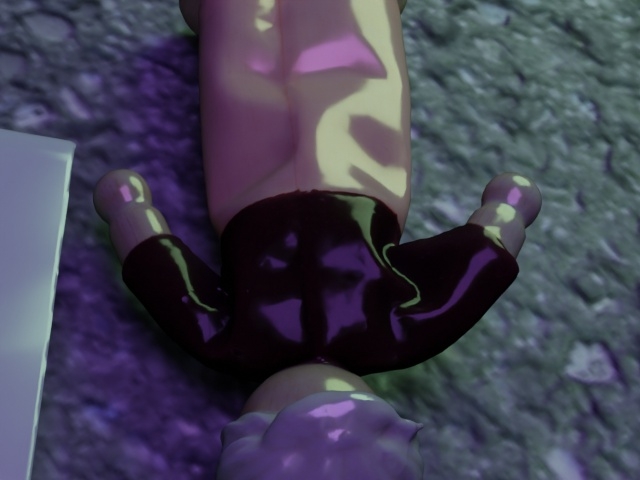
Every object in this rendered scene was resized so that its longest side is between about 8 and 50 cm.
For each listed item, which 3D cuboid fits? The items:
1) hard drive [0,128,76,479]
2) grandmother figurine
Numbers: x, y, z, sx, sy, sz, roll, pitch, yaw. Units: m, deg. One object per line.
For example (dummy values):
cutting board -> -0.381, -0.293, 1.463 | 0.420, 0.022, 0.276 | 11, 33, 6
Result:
hard drive -> -0.291, 0.023, 0.757 | 0.353, 0.047, 0.233 | 9, 49, -10
grandmother figurine -> 0.000, 0.000, 0.844 | 0.208, 0.104, 0.342 | -8, 52, 11
